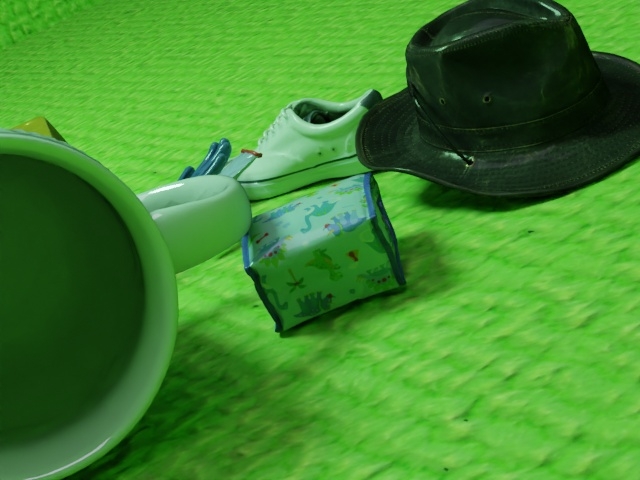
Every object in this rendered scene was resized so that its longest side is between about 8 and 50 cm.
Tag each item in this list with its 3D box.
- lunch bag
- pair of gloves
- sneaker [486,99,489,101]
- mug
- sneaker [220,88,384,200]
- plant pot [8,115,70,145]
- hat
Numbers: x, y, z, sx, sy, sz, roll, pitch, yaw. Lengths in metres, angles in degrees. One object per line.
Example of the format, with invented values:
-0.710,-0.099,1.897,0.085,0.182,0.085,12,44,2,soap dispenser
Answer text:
0.000,0.000,1.272,0.128,0.096,0.151,-21,29,5,lunch bag
-0.136,-0.046,1.572,0.159,0.023,0.198,-51,20,-7,pair of gloves
0.157,-0.124,1.497,0.135,0.052,0.058,-24,23,-2,sneaker
-0.238,0.024,1.223,0.374,0.276,0.328,-20,11,-12,mug
-0.022,-0.114,1.601,0.258,0.091,0.094,-14,21,30,sneaker
-0.321,-0.014,1.525,0.212,0.187,0.212,-25,20,-7,plant pot
0.185,-0.172,1.392,0.331,0.134,0.331,-10,28,5,hat
